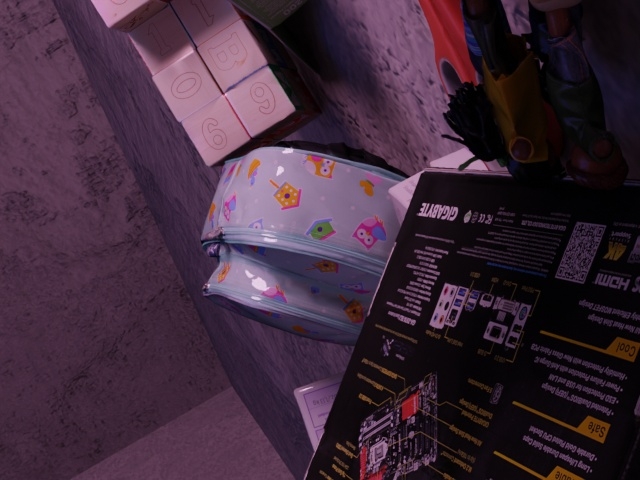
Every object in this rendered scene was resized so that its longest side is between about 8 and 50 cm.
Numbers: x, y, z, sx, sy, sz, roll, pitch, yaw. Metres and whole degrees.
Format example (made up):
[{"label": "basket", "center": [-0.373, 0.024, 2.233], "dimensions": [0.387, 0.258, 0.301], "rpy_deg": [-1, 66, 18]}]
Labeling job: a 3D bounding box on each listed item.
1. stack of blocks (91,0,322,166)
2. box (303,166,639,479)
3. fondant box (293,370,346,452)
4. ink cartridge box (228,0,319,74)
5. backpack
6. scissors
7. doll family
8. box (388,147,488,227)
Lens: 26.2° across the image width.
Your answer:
[{"label": "stack of blocks", "center": [-0.122, -0.207, 1.111], "dimensions": [0.297, 0.087, 0.171], "rpy_deg": [59, -168, 1]}, {"label": "box", "center": [0.090, 0.098, 0.656], "dimensions": [0.079, 0.257, 0.322], "rpy_deg": [20, 178, -17]}, {"label": "fondant box", "center": [0.088, 0.264, 1.187], "dimensions": [0.238, 0.096, 0.330], "rpy_deg": [23, -133, -81]}, {"label": "ink cartridge box", "center": [-0.064, -0.232, 1.038], "dimensions": [0.171, 0.056, 0.235], "rpy_deg": [57, -167, 19]}, {"label": "backpack", "center": [0.000, 0.000, 1.022], "dimensions": [0.166, 0.144, 0.188], "rpy_deg": [18, 165, -13]}, {"label": "scissors", "center": [0.053, -0.156, 0.775], "dimensions": [0.297, 0.021, 0.109], "rpy_deg": [59, 171, -1]}, {"label": "doll family", "center": [0.090, -0.082, 0.615], "dimensions": [0.193, 0.076, 0.111], "rpy_deg": [-79, -27, -57]}, {"label": "box", "center": [0.126, 0.084, 0.949], "dimensions": [0.067, 0.063, 0.324], "rpy_deg": [49, 164, 52]}]
